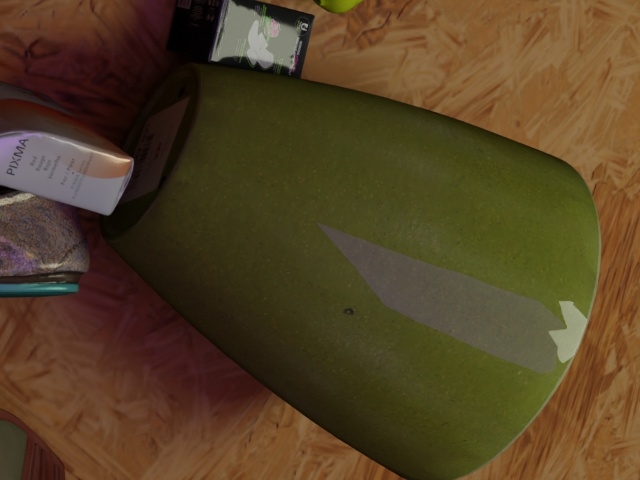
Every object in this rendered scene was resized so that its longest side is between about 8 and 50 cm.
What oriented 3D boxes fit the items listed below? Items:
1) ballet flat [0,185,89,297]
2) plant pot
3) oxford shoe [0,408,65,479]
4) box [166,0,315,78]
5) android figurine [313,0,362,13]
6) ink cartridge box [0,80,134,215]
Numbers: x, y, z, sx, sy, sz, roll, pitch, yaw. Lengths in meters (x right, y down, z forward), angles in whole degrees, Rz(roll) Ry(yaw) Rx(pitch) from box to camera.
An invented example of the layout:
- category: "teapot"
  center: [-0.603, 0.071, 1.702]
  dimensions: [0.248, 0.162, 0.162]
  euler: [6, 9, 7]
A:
- category: "ballet flat"
  center: [-0.292, -0.010, 0.756]
  dimensions: [0.316, 0.107, 0.106]
  euler: [-3, 88, -43]
- category: "plant pot"
  center: [0.000, 0.000, 0.893]
  dimensions: [0.293, 0.275, 0.275]
  euler: [26, 90, -26]
- category: "oxford shoe"
  center: [-0.217, 0.274, 0.914]
  dimensions: [0.146, 0.140, 0.397]
  euler: [-20, 129, 4]
- category: "box"
  center: [-0.058, -0.151, 0.894]
  dimensions: [0.083, 0.062, 0.052]
  euler: [8, 100, -39]
- category: "android figurine"
  center: [-0.008, -0.287, 0.889]
  dimensions: [0.273, 0.056, 0.248]
  euler: [-37, 126, -24]
- category: "ink cartridge box"
  center: [-0.221, -0.078, 0.740]
  dimensions: [0.179, 0.145, 0.045]
  euler: [21, 99, -40]
